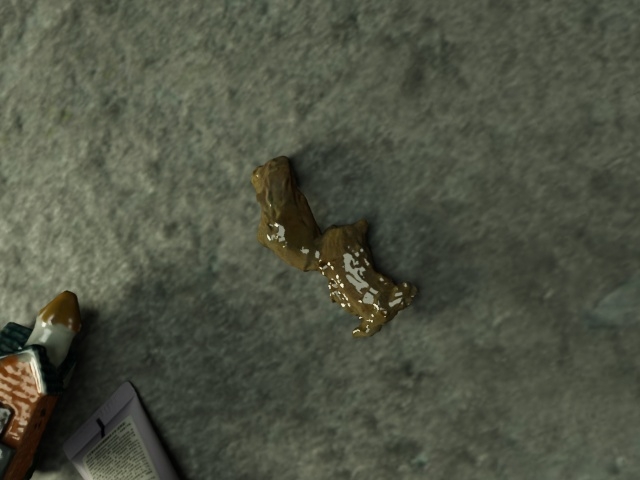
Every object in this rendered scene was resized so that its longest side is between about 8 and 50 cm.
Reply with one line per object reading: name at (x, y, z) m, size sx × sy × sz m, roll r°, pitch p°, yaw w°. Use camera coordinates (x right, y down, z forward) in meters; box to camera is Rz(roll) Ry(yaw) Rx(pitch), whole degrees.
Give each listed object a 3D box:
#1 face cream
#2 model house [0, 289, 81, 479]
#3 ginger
face cream at (-0.262, 0.353, 1.586) m, size 0.154 × 0.096 × 0.274 m, roll -45°, pitch 64°, yaw 16°
model house at (-0.455, 0.192, 1.569) m, size 0.190 × 0.271 × 0.301 m, roll 26°, pitch 82°, yaw 2°
ginger at (0.002, 0.002, 1.493) m, size 0.290 × 0.084 × 0.122 m, roll 46°, pitch 110°, yaw 14°
